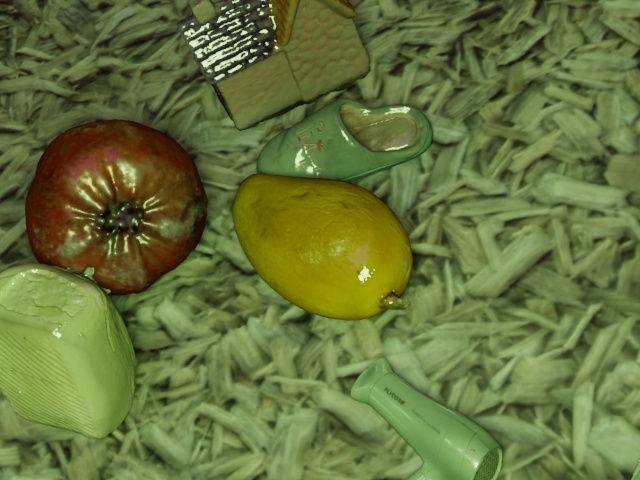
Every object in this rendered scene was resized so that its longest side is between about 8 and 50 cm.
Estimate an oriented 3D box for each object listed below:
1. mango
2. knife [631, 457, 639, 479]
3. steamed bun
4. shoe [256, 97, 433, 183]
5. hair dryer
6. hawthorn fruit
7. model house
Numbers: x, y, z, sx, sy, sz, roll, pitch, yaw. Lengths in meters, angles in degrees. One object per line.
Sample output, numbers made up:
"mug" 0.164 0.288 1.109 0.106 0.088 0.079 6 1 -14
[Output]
"mango" 0.000 0.000 1.442 0.317 0.119 0.176 30 80 33
"knife" 0.379 0.232 1.238 0.044 0.023 0.162 26 69 26
"steamed bun" -0.314 0.127 1.393 0.170 0.238 0.152 14 51 21
"shoe" 0.027 -0.138 1.532 0.251 0.100 0.103 -15 57 5
"hair dryer" 0.069 0.275 1.293 0.206 0.075 0.237 32 80 38
"hawthorn fruit" -0.278 -0.049 1.511 0.242 0.242 0.272 -36 16 -7
"model house" -0.082 -0.327 1.599 0.237 0.237 0.202 -23 57 2
